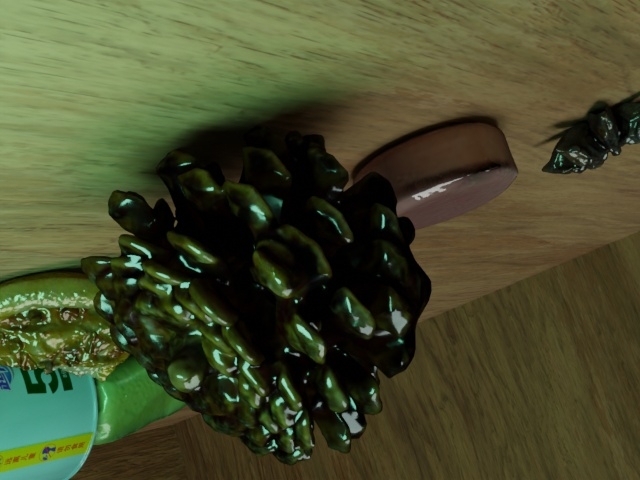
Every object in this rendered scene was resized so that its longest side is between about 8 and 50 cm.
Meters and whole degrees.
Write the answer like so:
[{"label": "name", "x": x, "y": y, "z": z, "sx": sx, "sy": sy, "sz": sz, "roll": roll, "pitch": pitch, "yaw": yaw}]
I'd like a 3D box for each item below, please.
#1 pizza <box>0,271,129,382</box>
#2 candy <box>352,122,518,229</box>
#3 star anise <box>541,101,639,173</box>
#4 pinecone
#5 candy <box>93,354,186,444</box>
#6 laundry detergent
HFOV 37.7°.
[{"label": "pizza", "x": -0.380, "y": 0.133, "z": 1.412, "sx": 0.366, "sy": 0.182, "sz": 0.074, "roll": 8, "pitch": -161, "yaw": -28}, {"label": "candy", "x": 0.175, "y": -0.092, "z": 1.403, "sx": 0.255, "sy": 0.094, "sz": 0.255, "roll": -18, "pitch": 167, "yaw": -4}, {"label": "star anise", "x": 0.460, "y": -0.167, "z": 1.543, "sx": 0.197, "sy": 0.073, "sz": 0.212, "roll": -14, "pitch": 164, "yaw": -31}, {"label": "pinecone", "x": -0.067, "y": 0.048, "z": 1.091, "sx": 0.398, "sy": 0.397, "sz": 0.398, "roll": -18, "pitch": 167, "yaw": -4}, {"label": "candy", "x": -0.332, "y": 0.264, "z": 1.726, "sx": 0.132, "sy": 0.142, "sz": 0.343, "roll": 6, "pitch": -170, "yaw": 27}, {"label": "laundry detergent", "x": -0.565, "y": 0.280, "z": 1.492, "sx": 0.287, "sy": 0.287, "sz": 0.305, "roll": -26, "pitch": 165, "yaw": 30}]
